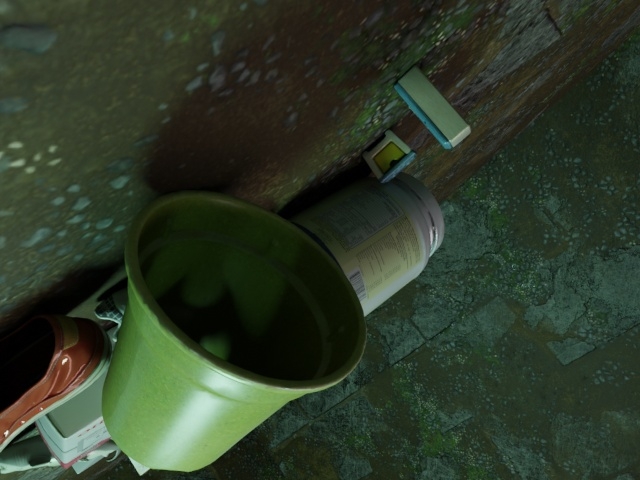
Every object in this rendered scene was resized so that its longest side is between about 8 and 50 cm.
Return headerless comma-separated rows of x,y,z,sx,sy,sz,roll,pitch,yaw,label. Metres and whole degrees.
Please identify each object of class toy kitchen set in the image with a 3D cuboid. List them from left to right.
0.146,-0.157,0.819,0.166,0.122,0.207,-41,169,16,toy kitchen set

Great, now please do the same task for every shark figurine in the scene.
-0.503,0.401,1.021,0.278,0.116,0.166,12,151,-43,shark figurine

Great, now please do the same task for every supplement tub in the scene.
0.065,0.017,0.975,0.324,0.235,0.235,-32,168,-30,supplement tub

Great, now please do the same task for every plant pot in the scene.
-0.129,0.126,0.587,0.276,0.276,0.254,-22,152,-57,plant pot

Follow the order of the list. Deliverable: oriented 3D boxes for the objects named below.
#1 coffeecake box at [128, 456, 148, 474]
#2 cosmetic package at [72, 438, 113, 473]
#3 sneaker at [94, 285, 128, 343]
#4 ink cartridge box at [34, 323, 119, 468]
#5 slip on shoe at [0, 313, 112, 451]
-0.541,0.601,1.547,0.142,0.186,0.068,-35,169,-16,coffeecake box
-0.520,0.457,1.249,0.238,0.107,0.127,-44,171,11,cosmetic package
-0.247,0.165,0.739,0.094,0.235,0.090,-30,-149,-27,sneaker
-0.381,0.269,0.873,0.207,0.117,0.283,-30,167,-37,ink cartridge box
-0.401,0.198,0.561,0.331,0.123,0.101,-38,152,-11,slip on shoe
